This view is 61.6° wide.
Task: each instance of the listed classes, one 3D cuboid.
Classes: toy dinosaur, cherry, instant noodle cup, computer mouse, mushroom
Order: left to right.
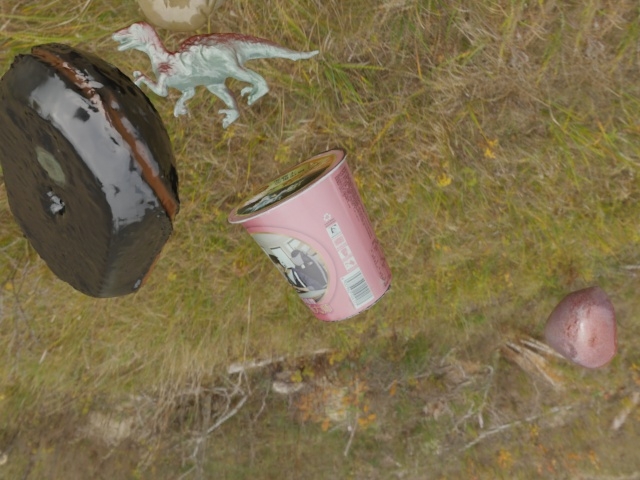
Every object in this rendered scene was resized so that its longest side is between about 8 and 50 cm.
[{"bbox_3d":[-0.220,-0.055,0.530,0.183,0.116,0.323,48,144,3],"label":"computer mouse"},{"bbox_3d":[-0.221,-0.456,0.921,0.154,0.407,0.138,-8,120,7],"label":"mushroom"},{"bbox_3d":[-0.129,-0.241,0.704,0.242,0.053,0.167,-23,99,4],"label":"toy dinosaur"},{"bbox_3d":[0.000,0.000,0.956,0.243,0.244,0.255,-26,110,14],"label":"instant noodle cup"},{"bbox_3d":[0.398,0.136,0.826,0.086,0.106,0.126,-23,107,-35],"label":"cherry"}]
